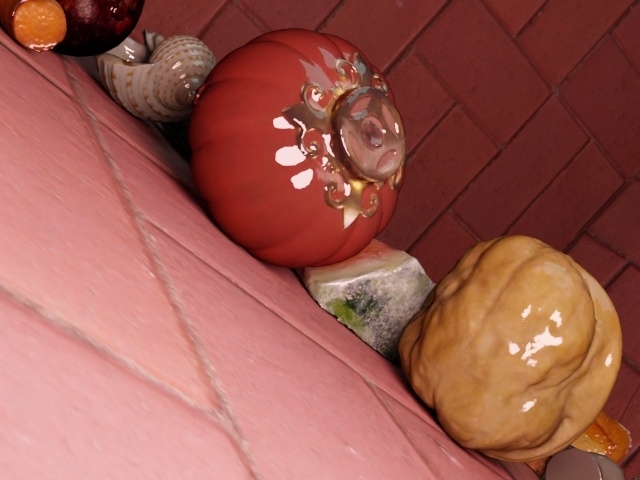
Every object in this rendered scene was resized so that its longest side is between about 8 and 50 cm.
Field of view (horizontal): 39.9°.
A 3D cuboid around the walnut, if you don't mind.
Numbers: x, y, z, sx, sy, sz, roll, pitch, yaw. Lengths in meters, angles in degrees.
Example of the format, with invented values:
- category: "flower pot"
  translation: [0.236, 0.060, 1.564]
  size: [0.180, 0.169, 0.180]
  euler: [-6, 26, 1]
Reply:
- category: "walnut"
  translation: [0.244, 0.137, 1.131]
  size: [0.282, 0.277, 0.253]
  euler: [27, 7, -31]

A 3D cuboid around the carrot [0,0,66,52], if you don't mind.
- category: "carrot"
  translation: [-0.404, -0.308, 1.149]
  size: [0.205, 0.072, 0.072]
  euler: [35, -1, 42]

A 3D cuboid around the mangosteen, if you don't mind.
- category: "mangosteen"
  translation: [-0.351, -0.365, 1.260]
  size: [0.210, 0.210, 0.210]
  euler: [42, 4, -4]

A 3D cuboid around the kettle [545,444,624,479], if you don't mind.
- category: "kettle"
  translation: [0.416, 0.393, 1.393]
  size: [0.098, 0.127, 0.148]
  euler: [7, -13, 31]

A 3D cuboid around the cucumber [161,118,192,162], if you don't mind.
- category: "cucumber"
  translation: [-0.211, -0.172, 1.438]
  size: [0.227, 0.069, 0.069]
  euler: [44, 5, 41]

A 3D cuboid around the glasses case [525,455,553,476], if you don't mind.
- category: "glasses case"
  translation: [0.302, 0.296, 1.477]
  size: [0.218, 0.049, 0.075]
  euler: [43, 5, 15]

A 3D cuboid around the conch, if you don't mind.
- category: "conch"
  translation: [-0.248, -0.248, 1.359]
  size: [0.200, 0.172, 0.131]
  euler: [34, -37, 56]

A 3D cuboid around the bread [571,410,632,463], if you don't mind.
- category: "bread"
  translation: [0.478, 0.357, 1.787]
  size: [0.288, 0.152, 0.119]
  euler: [42, -1, -4]

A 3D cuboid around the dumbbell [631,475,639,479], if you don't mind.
- category: "dumbbell"
  translation: [0.528, 0.464, 1.360]
  size: [0.099, 0.099, 0.209]
  euler: [38, 30, -46]

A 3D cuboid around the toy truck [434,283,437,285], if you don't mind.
- category: "toy truck"
  translation: [0.181, 0.157, 1.373]
  size: [0.085, 0.116, 0.191]
  euler: [45, -4, 33]

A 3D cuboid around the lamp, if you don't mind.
- category: "lamp"
  translation: [-0.025, -0.114, 1.116]
  size: [0.257, 0.303, 0.303]
  euler: [-8, -36, 44]

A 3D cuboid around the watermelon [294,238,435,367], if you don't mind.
- category: "watermelon"
  translation: [0.041, 0.051, 1.299]
  size: [0.193, 0.140, 0.256]
  euler: [49, -8, -35]
